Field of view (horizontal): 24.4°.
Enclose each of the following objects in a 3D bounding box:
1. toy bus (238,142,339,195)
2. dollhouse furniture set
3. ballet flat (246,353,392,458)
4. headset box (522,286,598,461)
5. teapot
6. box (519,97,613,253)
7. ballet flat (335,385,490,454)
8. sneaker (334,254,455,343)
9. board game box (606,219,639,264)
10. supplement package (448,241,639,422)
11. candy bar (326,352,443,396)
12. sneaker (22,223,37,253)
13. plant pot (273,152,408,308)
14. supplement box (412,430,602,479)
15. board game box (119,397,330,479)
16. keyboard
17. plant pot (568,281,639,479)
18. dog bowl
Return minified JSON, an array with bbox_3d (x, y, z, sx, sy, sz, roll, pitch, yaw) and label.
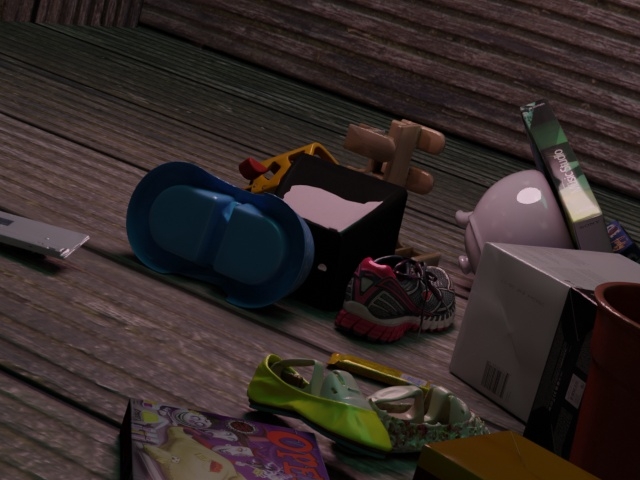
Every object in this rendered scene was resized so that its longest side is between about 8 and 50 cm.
[{"bbox_3d":[-0.062,-0.087,2.417,0.202,0.191,0.104,15,53,-2],"label":"toy bus"},{"bbox_3d":[0.136,-0.073,2.512,0.161,0.242,0.212,22,16,25],"label":"dollhouse furniture set"},{"bbox_3d":[-0.001,0.175,1.649,0.077,0.077,0.231,20,-3,-40],"label":"ballet flat"},{"bbox_3d":[0.425,0.192,1.843,0.293,0.218,0.110,8,16,-23],"label":"headset box"},{"bbox_3d":[0.324,0.015,2.502,0.187,0.252,0.256,-21,-16,4],"label":"teapot"},{"bbox_3d":[0.425,-0.058,2.496,0.058,0.232,0.322,-21,40,4],"label":"box"},{"bbox_3d":[0.118,0.209,1.739,0.241,0.077,0.091,4,16,-41],"label":"ballet flat"},{"bbox_3d":[0.131,0.074,2.205,0.121,0.112,0.299,21,14,21],"label":"sneaker"},{"bbox_3d":[0.573,0.084,2.518,0.243,0.042,0.165,49,9,-11],"label":"board game box"},{"bbox_3d":[0.357,0.132,2.041,0.263,0.198,0.199,5,17,-35],"label":"supplement package"},{"bbox_3d":[0.087,0.178,1.944,0.161,0.018,0.040,19,18,10],"label":"candy bar"},{"bbox_3d":[-0.414,-0.004,2.087,0.037,0.032,0.083,-5,22,-45],"label":"sneaker"},{"bbox_3d":[0.000,0.000,2.241,0.188,0.187,0.167,21,27,19],"label":"plant pot"},{"bbox_3d":[0.166,0.290,1.226,0.191,0.194,0.129,27,18,39],"label":"supplement box"},{"bbox_3d":[-0.085,0.252,1.417,0.208,0.056,0.347,17,13,-13],"label":"board game box"},{"bbox_3d":[-0.451,-0.021,2.077,0.256,0.014,0.072,15,25,18],"label":"keyboard"},{"bbox_3d":[0.389,0.217,1.609,0.272,0.265,0.272,15,13,-4],"label":"plant pot"},{"bbox_3d":[-0.140,-0.008,2.149,0.297,0.166,0.074,21,4,23],"label":"dog bowl"}]
